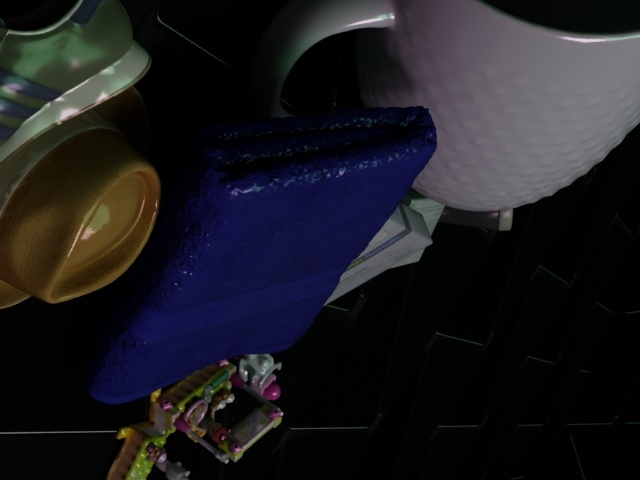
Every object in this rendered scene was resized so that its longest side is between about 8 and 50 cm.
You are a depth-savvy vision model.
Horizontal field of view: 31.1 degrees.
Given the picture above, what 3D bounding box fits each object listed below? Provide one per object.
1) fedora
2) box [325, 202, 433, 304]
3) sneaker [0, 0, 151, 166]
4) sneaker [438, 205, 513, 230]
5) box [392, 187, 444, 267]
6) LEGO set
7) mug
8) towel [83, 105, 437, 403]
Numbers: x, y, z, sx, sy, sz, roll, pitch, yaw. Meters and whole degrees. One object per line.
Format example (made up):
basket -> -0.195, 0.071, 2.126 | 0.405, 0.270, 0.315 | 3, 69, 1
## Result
fedora -> -0.171, -0.019, 0.792 | 0.194, 0.079, 0.194 | -43, 153, -28
box -> 0.000, 0.000, 1.077 | 0.145, 0.038, 0.186 | -31, 150, 22
sneaker -> -0.198, -0.096, 0.677 | 0.192, 0.064, 0.086 | -36, 126, -18
sneaker -> 0.175, -0.080, 1.424 | 0.222, 0.118, 0.083 | -74, 167, -70
box -> 0.061, -0.031, 1.208 | 0.101, 0.102, 0.087 | -11, 128, -61
LEGO set -> -0.132, 0.221, 1.145 | 0.287, 0.107, 0.132 | -48, 156, -19
mug -> 0.119, -0.169, 0.990 | 0.374, 0.276, 0.328 | -14, 154, -16
towel -> -0.058, 0.007, 0.929 | 0.227, 0.076, 0.308 | -15, 154, -38
